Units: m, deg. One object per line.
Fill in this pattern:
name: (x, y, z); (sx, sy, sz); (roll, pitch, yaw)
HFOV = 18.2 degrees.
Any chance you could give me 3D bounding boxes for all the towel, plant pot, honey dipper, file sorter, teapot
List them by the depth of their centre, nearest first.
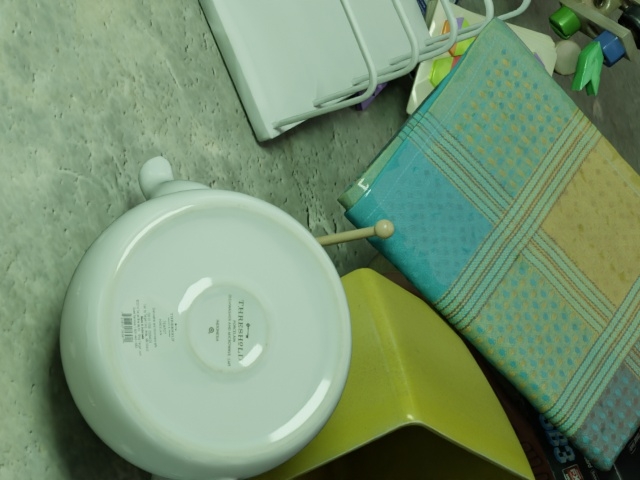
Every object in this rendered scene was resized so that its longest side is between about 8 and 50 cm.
teapot: (-0.107, 0.088, 1.626); (0.252, 0.187, 0.256); (46, 65, -10)
plant pot: (0.039, 0.152, 1.809); (0.212, 0.212, 0.187); (32, 39, -47)
honey dipper: (0.000, 0.000, 1.835); (0.030, 0.161, 0.030); (20, 64, -48)
towel: (0.214, 0.003, 1.914); (0.370, 0.040, 0.271); (46, 62, -11)
file sorter: (0.045, -0.248, 1.951); (0.278, 0.173, 0.192); (-32, 102, -43)

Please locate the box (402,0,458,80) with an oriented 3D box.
box: (0.095, -0.284, 2.227); (0.136, 0.036, 0.225); (58, 35, -24)

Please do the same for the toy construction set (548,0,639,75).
toy construction set: (0.269, -0.299, 2.366); (0.257, 0.237, 0.308); (27, 86, -24)

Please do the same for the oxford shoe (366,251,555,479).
oxford shoe: (0.165, 0.166, 2.052); (0.397, 0.140, 0.146); (61, 27, -24)

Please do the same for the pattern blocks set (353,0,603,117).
pattern blocks set: (0.176, -0.178, 2.174); (0.325, 0.026, 0.285); (4, 88, -30)

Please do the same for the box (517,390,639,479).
box: (0.275, 0.177, 2.062); (0.293, 0.073, 0.295); (66, 15, 4)
